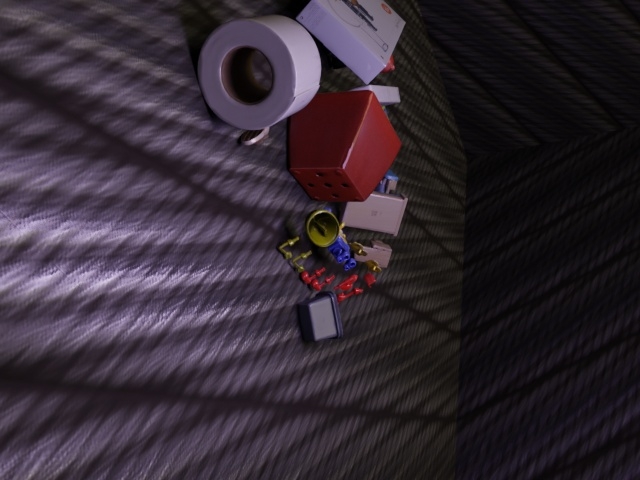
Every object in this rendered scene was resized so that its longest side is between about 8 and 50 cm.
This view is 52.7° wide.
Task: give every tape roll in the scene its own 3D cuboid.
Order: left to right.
[{"bbox_3d":[-0.138,-0.393,1.501,0.169,0.246,0.246,-49,127,-61],"label":"tape roll"}]

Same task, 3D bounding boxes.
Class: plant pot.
[{"bbox_3d":[0.051,-0.257,1.901,0.267,0.267,0.236,48,52,-51],"label":"plant pot"}]

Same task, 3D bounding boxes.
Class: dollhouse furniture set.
[{"bbox_3d":[0.140,-0.105,2.256,0.303,0.198,0.286,-113,-145,-65],"label":"dollhouse furniture set"}]

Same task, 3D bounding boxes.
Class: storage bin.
[{"bbox_3d":[-0.010,0.216,1.790,0.091,0.098,0.135,-11,93,-39],"label":"storage bin"}]

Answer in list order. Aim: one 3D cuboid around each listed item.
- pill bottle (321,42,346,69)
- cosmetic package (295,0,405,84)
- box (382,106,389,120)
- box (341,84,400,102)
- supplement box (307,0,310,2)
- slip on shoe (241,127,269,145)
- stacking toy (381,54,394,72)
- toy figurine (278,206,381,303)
[{"bbox_3d":[0.058,-0.706,2.209,0.123,0.122,0.219,-53,131,-59],"label":"pill bottle"},{"bbox_3d":[0.106,-0.677,1.991,0.284,0.097,0.377,41,38,-16],"label":"cosmetic package"},{"bbox_3d":[0.243,-0.521,2.668,0.109,0.042,0.178,-62,138,-55],"label":"box"},{"bbox_3d":[0.105,-0.447,2.090,0.322,0.232,0.058,-25,104,-65],"label":"box"},{"bbox_3d":[-0.026,-0.834,2.159,0.055,0.043,0.083,-63,137,-54],"label":"supplement box"},{"bbox_3d":[-0.163,-0.262,1.648,0.135,0.051,0.041,-68,154,-59],"label":"slip on shoe"},{"bbox_3d":[0.216,-0.836,2.606,0.279,0.130,0.309,-67,141,-50],"label":"stacking toy"},{"bbox_3d":[0.000,0.000,1.882,0.362,0.191,0.217,46,11,-43],"label":"toy figurine"}]
